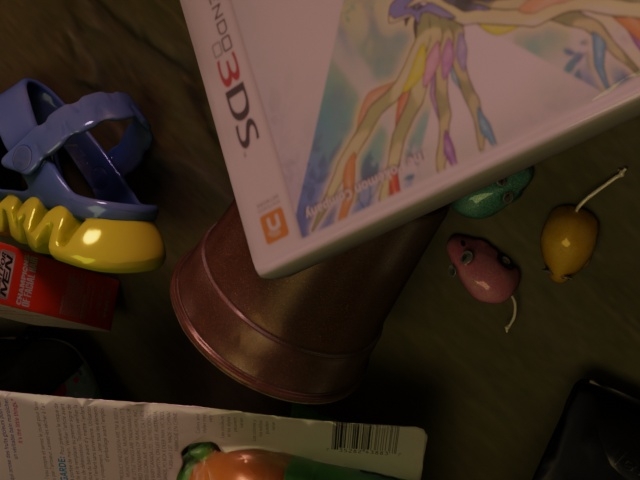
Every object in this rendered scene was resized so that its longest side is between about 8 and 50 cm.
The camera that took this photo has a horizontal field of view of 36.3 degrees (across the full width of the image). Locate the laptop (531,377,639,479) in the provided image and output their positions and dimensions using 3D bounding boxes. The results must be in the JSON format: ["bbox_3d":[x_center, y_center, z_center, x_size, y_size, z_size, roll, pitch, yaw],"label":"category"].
[{"bbox_3d":[0.302,0.368,0.818,0.382,0.236,0.408,24,149,9],"label":"laptop"}]

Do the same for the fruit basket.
[{"bbox_3d":[-0.096,0.257,0.857,0.353,0.165,0.327,6,123,7],"label":"fruit basket"}]

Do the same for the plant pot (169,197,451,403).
[{"bbox_3d":[0.000,0.000,0.703,0.167,0.167,0.165,34,120,4],"label":"plant pot"}]

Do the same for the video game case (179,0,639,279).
[{"bbox_3d":[0.047,-0.171,0.549,0.329,0.036,0.299,-25,75,35],"label":"video game case"}]

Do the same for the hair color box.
[{"bbox_3d":[-0.264,0.040,0.852,0.093,0.167,0.053,3,79,25],"label":"hair color box"}]

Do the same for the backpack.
[{"bbox_3d":[-0.307,0.236,0.985,0.225,0.191,0.253,-5,123,30],"label":"backpack"}]

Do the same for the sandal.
[{"bbox_3d":[-0.251,-0.071,0.817,0.317,0.126,0.138,15,95,24],"label":"sandal"}]

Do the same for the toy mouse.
[{"bbox_3d":[0.124,-0.003,0.709,0.143,0.031,0.161,21,127,13],"label":"toy mouse"}]
